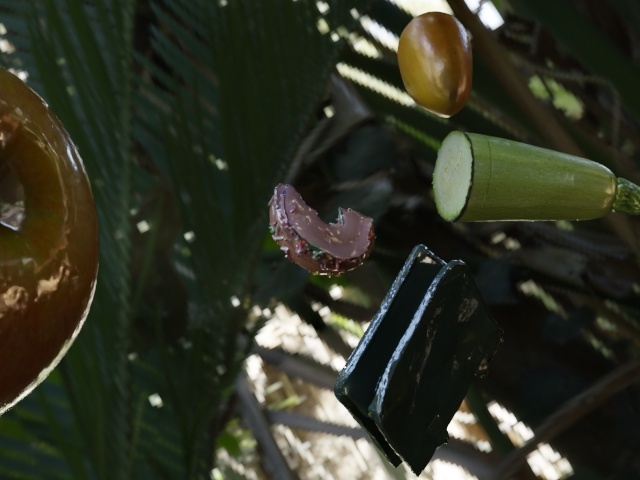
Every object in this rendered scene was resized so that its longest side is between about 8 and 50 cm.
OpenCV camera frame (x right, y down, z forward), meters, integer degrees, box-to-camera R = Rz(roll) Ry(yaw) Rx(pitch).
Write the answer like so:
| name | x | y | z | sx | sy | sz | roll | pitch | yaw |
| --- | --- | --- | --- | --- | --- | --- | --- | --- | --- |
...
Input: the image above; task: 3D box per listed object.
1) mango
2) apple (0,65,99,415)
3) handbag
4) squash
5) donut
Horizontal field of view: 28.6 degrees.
| name | x | y | z | sx | sy | sz | roll | pitch | yaw |
| --- | --- | --- | --- | --- | --- | --- | --- | --- | --- |
| mango | 0.177 | -0.259 | 1.867 | 0.113 | 0.219 | 0.144 | -4 | -58 | -5 |
| apple | -0.380 | -0.009 | 1.097 | 0.334 | 0.400 | 0.400 | -27 | -13 | 15 |
| handbag | 0.139 | 0.166 | 1.672 | 0.247 | 0.079 | 0.260 | -59 | -34 | -18 |
| squash | 0.233 | -0.052 | 1.265 | 0.224 | 0.094 | 0.094 | 7 | -25 | -12 |
| donut | 0.000 | 0.000 | 1.706 | 0.166 | 0.117 | 0.065 | 20 | -40 | -24 |
